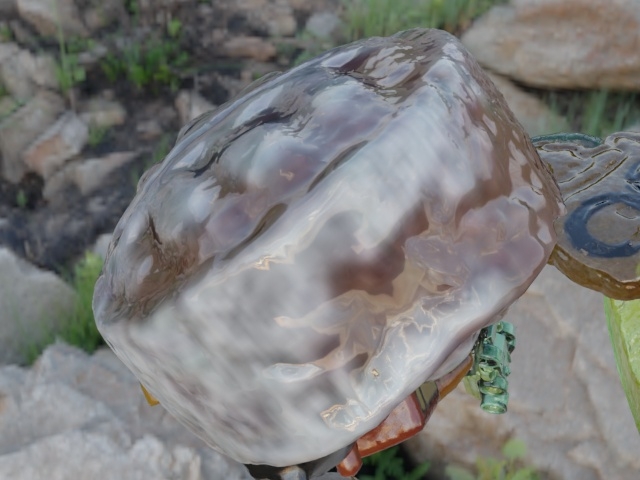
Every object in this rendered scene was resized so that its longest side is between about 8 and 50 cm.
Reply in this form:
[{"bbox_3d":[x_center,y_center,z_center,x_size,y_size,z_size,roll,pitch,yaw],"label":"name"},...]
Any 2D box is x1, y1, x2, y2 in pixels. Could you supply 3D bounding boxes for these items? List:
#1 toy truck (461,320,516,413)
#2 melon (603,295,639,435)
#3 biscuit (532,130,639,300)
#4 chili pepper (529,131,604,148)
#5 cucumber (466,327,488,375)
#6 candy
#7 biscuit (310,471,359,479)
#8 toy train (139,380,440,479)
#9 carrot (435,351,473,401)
[{"bbox_3d":[0.236,0.172,2.151,0.135,0.259,0.128,7,65,11],"label":"toy truck"},{"bbox_3d":[0.506,0.156,1.948,0.196,0.124,0.323,-27,61,15],"label":"melon"},{"bbox_3d":[0.297,-0.032,1.263,0.208,0.041,0.290,-35,46,-27],"label":"biscuit"},{"bbox_3d":[0.314,-0.076,1.724,0.279,0.122,0.065,-10,28,1],"label":"chili pepper"},{"bbox_3d":[0.161,0.060,1.602,0.062,0.211,0.078,-5,24,-42],"label":"cucumber"},{"bbox_3d":[0.000,0.000,0.650,0.214,0.157,0.289,-42,14,-3],"label":"candy"},{"bbox_3d":[0.051,0.374,1.702,0.215,0.182,0.034,16,29,2],"label":"biscuit"},{"bbox_3d":[-0.008,0.077,1.096,0.163,0.232,0.369,-23,3,16],"label":"toy train"},{"bbox_3d":[0.108,0.163,1.457,0.139,0.048,0.048,-31,51,-9],"label":"carrot"}]
